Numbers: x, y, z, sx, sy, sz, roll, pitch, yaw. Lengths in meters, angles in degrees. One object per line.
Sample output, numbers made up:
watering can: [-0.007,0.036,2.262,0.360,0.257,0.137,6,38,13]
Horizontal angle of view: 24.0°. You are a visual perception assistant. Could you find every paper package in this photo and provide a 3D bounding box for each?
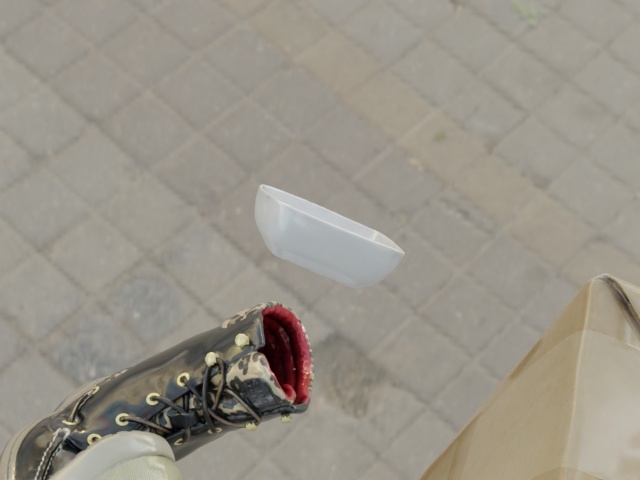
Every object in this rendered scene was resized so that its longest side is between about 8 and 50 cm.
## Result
paper package: [0.216,0.216,0.927,0.309,0.325,0.168,23,50,-5]

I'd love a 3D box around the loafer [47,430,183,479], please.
loafer: [-0.186,0.235,0.954,0.268,0.102,0.092,-45,55,7]

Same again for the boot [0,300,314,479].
boot: [-0.167,0.198,1.614,0.284,0.377,0.138,-26,97,16]

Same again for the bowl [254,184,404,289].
bowl: [0.000,0.000,1.427,0.142,0.142,0.053,24,95,-12]
